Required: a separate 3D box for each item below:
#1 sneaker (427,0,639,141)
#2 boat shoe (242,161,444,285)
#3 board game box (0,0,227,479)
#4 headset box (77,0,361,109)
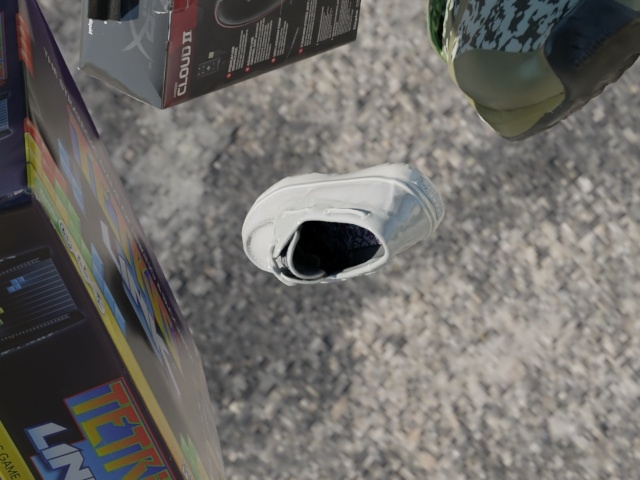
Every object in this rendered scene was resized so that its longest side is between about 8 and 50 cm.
[{"bbox_3d":[0.055,-0.197,0.696,0.158,0.182,0.410,-45,28,25],"label":"sneaker"},{"bbox_3d":[0.000,0.000,0.968,0.184,0.066,0.063,-4,31,50],"label":"boat shoe"},{"bbox_3d":[-0.075,0.022,0.465,0.048,0.170,0.141,-20,35,2],"label":"board game box"},{"bbox_3d":[-0.085,-0.254,1.338,0.110,0.218,0.293,27,35,31],"label":"headset box"}]
